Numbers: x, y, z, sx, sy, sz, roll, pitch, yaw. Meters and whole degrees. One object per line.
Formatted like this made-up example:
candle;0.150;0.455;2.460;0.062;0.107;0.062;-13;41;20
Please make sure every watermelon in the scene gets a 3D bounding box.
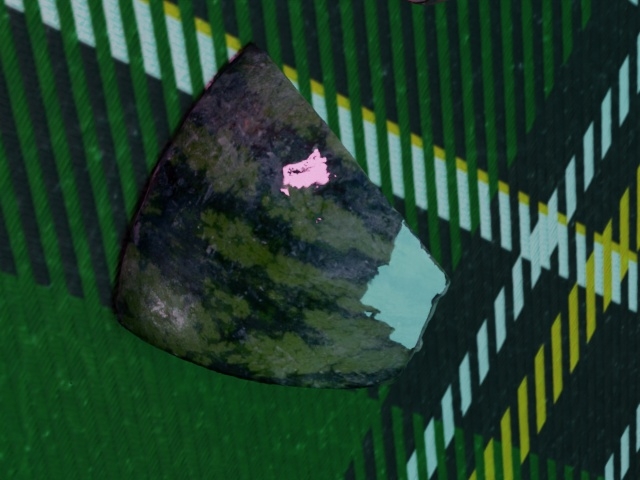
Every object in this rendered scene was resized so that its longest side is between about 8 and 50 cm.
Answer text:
watermelon;0.002;-0.021;1.740;0.292;0.283;0.250;-48;161;-52

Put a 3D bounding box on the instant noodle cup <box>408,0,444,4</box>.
instant noodle cup;0.170;-0.323;1.709;0.255;0.244;0.244;-23;128;-26
